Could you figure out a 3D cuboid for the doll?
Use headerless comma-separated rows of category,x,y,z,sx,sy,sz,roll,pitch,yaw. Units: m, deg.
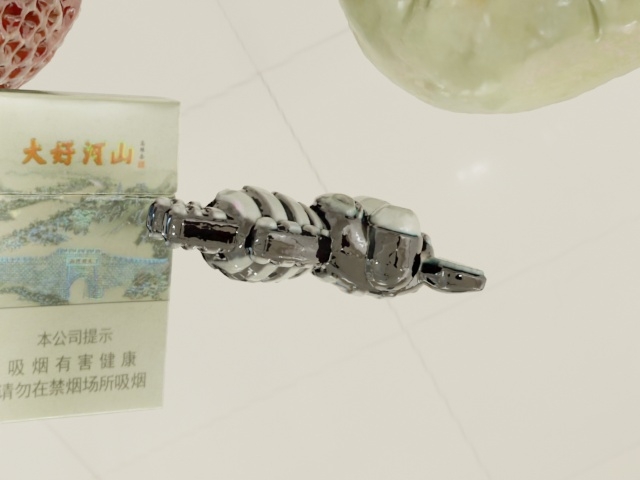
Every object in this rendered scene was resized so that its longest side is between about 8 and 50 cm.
doll,0.000,0.000,0.815,0.219,0.091,0.067,10,92,-26

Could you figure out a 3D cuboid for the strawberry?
strawberry,-0.308,-0.180,1.071,0.253,0.280,0.150,-12,119,-35

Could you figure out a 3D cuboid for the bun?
bun,0.144,-0.263,0.893,0.361,0.361,0.213,-28,158,6

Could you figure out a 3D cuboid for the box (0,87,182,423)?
box,-0.203,0.011,1.026,0.164,0.069,0.257,-1,100,-33
